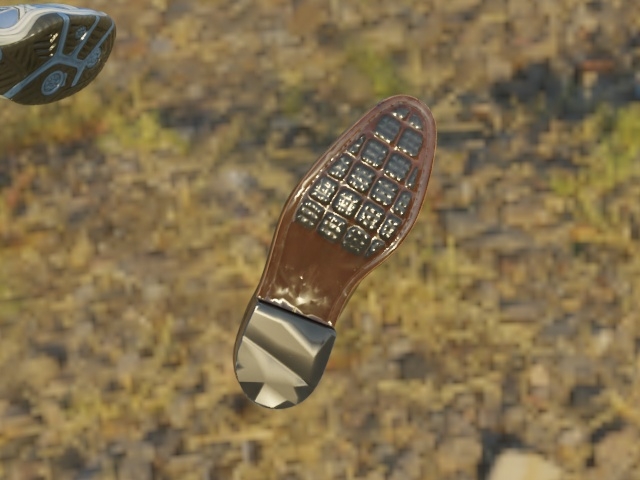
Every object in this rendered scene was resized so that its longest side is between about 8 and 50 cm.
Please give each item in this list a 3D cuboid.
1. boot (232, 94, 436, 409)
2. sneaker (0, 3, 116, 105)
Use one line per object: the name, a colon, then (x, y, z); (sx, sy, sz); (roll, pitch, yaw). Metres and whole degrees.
boot: (0.000, 0.000, 1.268); (0.082, 0.219, 0.106); (30, 1, -12)
sneaker: (-0.235, -0.142, 1.373); (0.211, 0.080, 0.081); (-13, 45, -46)
